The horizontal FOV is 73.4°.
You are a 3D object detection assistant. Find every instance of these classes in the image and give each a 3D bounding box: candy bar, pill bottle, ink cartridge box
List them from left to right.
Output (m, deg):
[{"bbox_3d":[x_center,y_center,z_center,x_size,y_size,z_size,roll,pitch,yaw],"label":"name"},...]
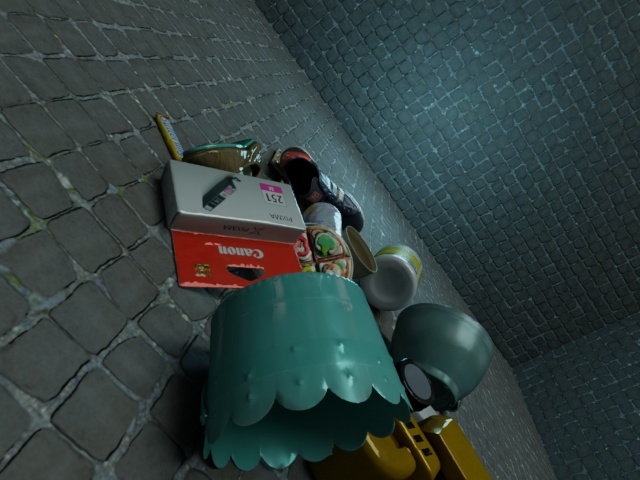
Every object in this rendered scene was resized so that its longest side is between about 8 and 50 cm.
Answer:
[{"bbox_3d":[-0.308,-0.202,0.903,0.162,0.018,0.040,63,20,14],"label":"candy bar"},{"bbox_3d":[-0.148,-0.024,0.817,0.274,0.060,0.239,7,49,-39],"label":"ink cartridge box"},{"bbox_3d":[0.261,0.116,1.520,0.188,0.187,0.334,58,19,3],"label":"pill bottle"}]

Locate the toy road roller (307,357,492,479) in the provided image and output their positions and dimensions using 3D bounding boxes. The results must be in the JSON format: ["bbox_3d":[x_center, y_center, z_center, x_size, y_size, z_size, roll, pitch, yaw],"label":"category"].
[{"bbox_3d":[0.124,0.398,0.759,0.240,0.202,0.330,-7,60,-55],"label":"toy road roller"}]

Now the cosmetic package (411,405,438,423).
[{"bbox_3d":[0.228,0.456,1.023,0.231,0.117,0.085,51,21,-13],"label":"cosmetic package"}]

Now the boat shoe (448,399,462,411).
[{"bbox_3d":[0.385,0.426,1.450,0.320,0.116,0.099,64,16,3],"label":"boat shoe"}]

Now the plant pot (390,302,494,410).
[{"bbox_3d":[0.324,0.352,1.228,0.293,0.293,0.196,52,46,-15],"label":"plant pot"}]

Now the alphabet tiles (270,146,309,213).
[{"bbox_3d":[-0.047,-0.154,1.444,0.343,0.011,0.285,51,18,-19],"label":"alphabet tiles"}]

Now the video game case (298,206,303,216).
[{"bbox_3d":[-0.089,-0.098,1.276,0.087,0.011,0.122,59,19,6],"label":"video game case"}]

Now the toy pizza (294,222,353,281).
[{"bbox_3d":[-0.012,0.052,1.008,0.201,0.032,0.202,6,72,-19],"label":"toy pizza"}]

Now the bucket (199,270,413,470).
[{"bbox_3d":[-0.029,0.186,0.602,0.281,0.281,0.183,36,30,-45],"label":"bucket"}]

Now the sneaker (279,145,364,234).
[{"bbox_3d":[-0.001,-0.132,1.310,0.350,0.131,0.148,44,18,-11],"label":"sneaker"}]

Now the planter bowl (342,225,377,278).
[{"bbox_3d":[0.084,0.053,1.311,0.162,0.109,0.162,47,22,-25],"label":"planter bowl"}]

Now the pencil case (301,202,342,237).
[{"bbox_3d":[0.000,0.000,1.178,0.123,0.114,0.273,10,32,-6],"label":"pencil case"}]

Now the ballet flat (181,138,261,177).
[{"bbox_3d":[-0.202,-0.160,0.976,0.342,0.116,0.124,-72,150,-74],"label":"ballet flat"}]
